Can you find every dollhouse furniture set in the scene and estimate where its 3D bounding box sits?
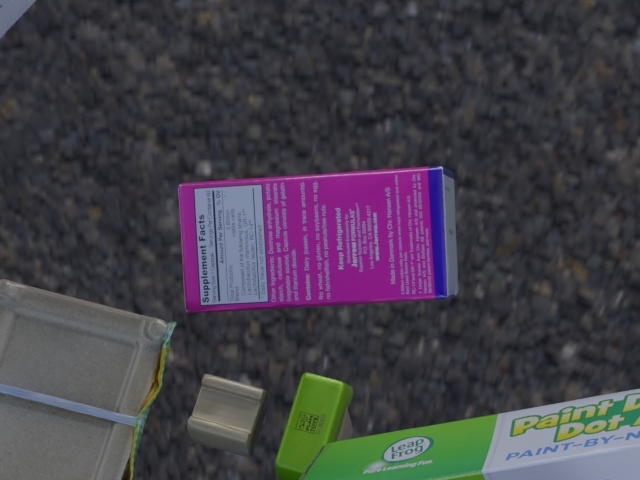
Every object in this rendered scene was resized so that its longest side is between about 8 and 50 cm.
[{"bbox_3d":[-0.139,0.174,1.529,0.302,0.151,0.197,14,73,11],"label":"dollhouse furniture set"}]

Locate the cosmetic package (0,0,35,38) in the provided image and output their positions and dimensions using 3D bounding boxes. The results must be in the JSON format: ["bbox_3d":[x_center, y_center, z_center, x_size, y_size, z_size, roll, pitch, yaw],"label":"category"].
[{"bbox_3d":[-0.257,-0.353,1.483,0.097,0.377,0.284,39,84,25],"label":"cosmetic package"}]

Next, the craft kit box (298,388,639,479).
[{"bbox_3d":[0.143,0.173,0.724,0.250,0.061,0.246,-13,105,25],"label":"craft kit box"}]

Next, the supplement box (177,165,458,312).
[{"bbox_3d":[0.000,0.000,1.613,0.220,0.111,0.114,-2,89,9],"label":"supplement box"}]
